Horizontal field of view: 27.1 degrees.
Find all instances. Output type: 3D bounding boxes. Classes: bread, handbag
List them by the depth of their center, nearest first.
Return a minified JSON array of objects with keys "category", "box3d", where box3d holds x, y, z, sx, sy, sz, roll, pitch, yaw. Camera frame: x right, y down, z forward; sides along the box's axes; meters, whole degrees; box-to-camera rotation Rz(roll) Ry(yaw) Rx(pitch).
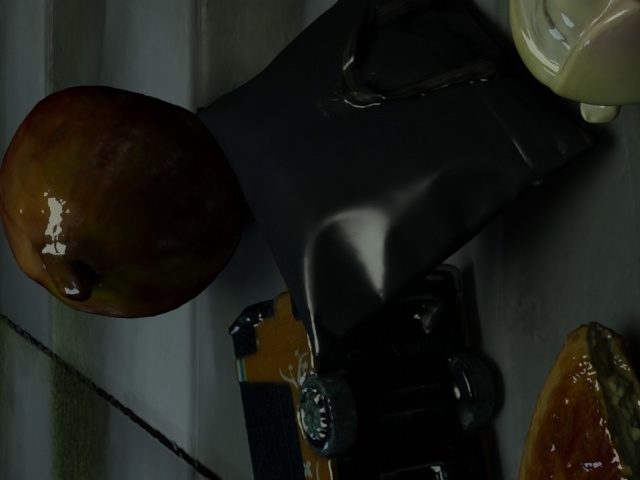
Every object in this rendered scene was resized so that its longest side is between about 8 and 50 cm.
[{"category":"bread","box3d":[0.155,0.143,0.769,0.136,0.054,0.154,-52,43,50]},{"category":"handbag","box3d":[0.037,-0.073,0.859,0.211,0.088,0.254,-37,46,9]}]

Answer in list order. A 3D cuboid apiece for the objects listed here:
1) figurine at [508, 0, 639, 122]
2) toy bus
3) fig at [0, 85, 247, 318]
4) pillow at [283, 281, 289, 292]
[{"category":"figurine","box3d":[0.164,-0.158,0.559,0.394,0.274,0.227,81,-164,-70]},{"category":"toy bus","box3d":[0.035,0.162,0.915,0.167,0.138,0.275,-20,78,63]},{"category":"fig","box3d":[-0.177,-0.032,1.178,0.263,0.223,0.224,164,102,-83]},{"category":"pillow","box3d":[-0.001,0.000,1.065,0.130,0.033,0.218,19,110,61]}]
